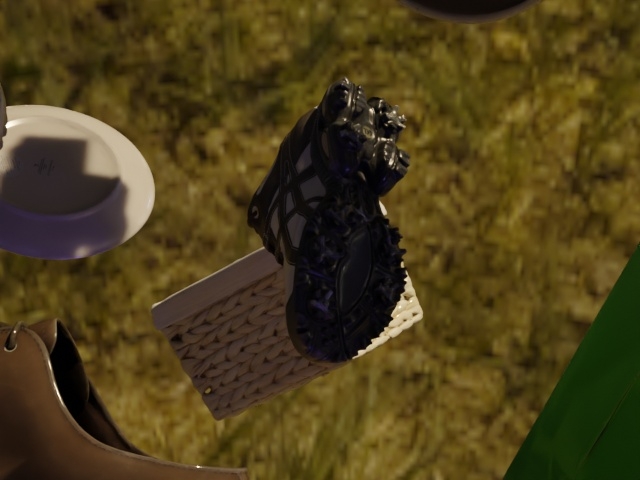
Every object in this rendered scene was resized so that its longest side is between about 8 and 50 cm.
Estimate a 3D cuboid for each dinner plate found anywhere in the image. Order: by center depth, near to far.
[{"bbox_3d":[-0.175,-0.043,1.264,0.141,0.017,0.141,8,44,-8],"label":"dinner plate"}]

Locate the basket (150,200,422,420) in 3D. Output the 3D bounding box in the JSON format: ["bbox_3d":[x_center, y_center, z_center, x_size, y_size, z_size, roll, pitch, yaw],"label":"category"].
[{"bbox_3d":[-0.022,0.052,1.455,0.113,0.167,0.103,-27,91,-49],"label":"basket"}]

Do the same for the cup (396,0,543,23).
[{"bbox_3d":[0.179,-0.372,1.709,0.331,0.331,0.237,37,39,28],"label":"cup"}]

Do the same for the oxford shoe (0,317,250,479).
[{"bbox_3d":[-0.125,0.064,0.679,0.227,0.083,0.096,21,87,12],"label":"oxford shoe"}]

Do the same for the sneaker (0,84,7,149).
[{"bbox_3d":[-0.198,-0.090,0.888,0.102,0.146,0.293,-7,31,-7],"label":"sneaker"}]

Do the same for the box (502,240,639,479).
[{"bbox_3d":[0.295,0.121,1.401,0.231,0.262,0.127,-5,46,-30],"label":"box"}]

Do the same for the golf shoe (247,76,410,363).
[{"bbox_3d":[0.000,0.000,1.180,0.077,0.094,0.198,35,45,-26],"label":"golf shoe"}]
